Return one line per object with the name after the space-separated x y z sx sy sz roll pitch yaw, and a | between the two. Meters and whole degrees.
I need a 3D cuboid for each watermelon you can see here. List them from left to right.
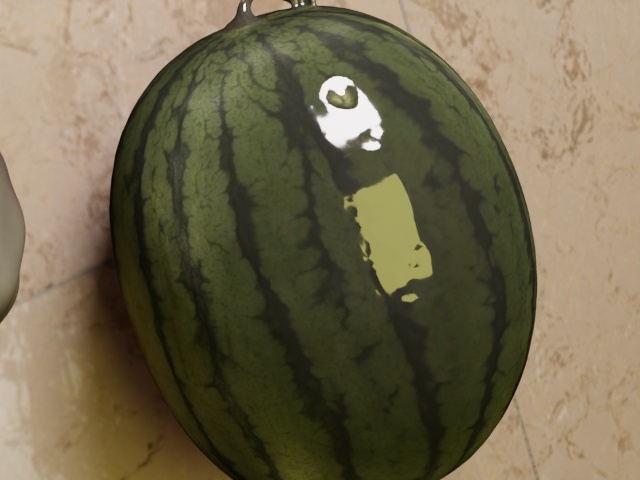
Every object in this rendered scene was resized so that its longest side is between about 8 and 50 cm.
0.000 0.000 1.145 0.279 0.279 0.359 -27 108 -34 | watermelon

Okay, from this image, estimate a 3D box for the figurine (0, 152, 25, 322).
-0.265 -0.065 0.987 0.248 0.203 0.380 16 80 -33 | figurine
